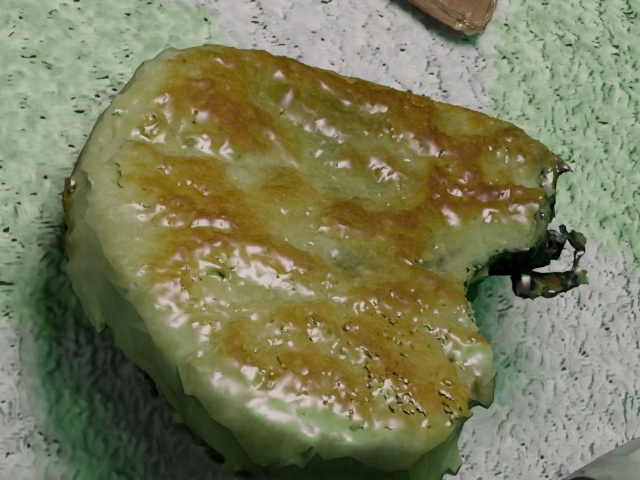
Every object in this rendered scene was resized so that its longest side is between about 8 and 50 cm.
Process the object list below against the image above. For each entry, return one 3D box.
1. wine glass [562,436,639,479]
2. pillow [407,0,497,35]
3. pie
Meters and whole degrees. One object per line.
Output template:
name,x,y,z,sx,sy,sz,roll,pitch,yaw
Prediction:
wine glass,0.223,0.149,1.226,0.155,0.073,0.073,-30,88,-40
pillow,0.094,-0.245,1.328,0.135,0.034,0.211,34,58,-17
pie,0.000,0.000,1.085,0.296,0.078,0.371,31,39,5
